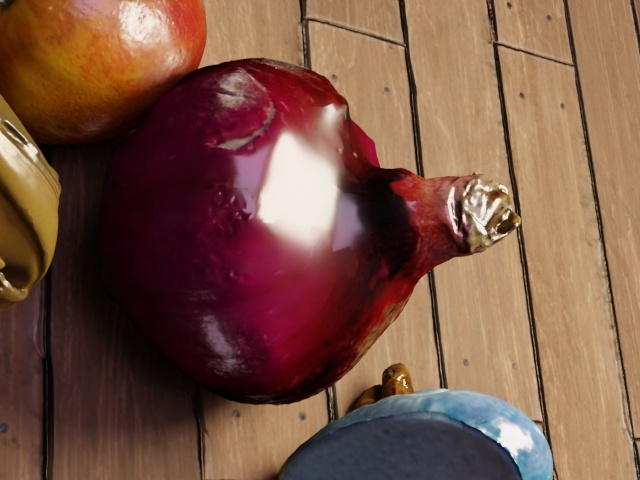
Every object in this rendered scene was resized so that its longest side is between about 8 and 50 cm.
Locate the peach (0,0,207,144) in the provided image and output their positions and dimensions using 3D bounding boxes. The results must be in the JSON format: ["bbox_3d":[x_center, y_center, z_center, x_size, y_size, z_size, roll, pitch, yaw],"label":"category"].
[{"bbox_3d":[-0.260,-0.227,1.236,0.281,0.238,0.281,-31,133,-39],"label":"peach"}]

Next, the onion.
[{"bbox_3d":[0.000,0.000,1.209,0.398,0.420,0.398,-28,122,-60],"label":"onion"}]

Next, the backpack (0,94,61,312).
[{"bbox_3d":[-0.419,-0.071,1.005,0.378,0.353,0.201,52,35,-42],"label":"backpack"}]

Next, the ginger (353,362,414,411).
[{"bbox_3d":[0.087,0.239,1.403,0.073,0.103,0.162,38,33,-37],"label":"ginger"}]

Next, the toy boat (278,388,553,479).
[{"bbox_3d":[0.115,0.271,1.279,0.215,0.330,0.123,59,33,0],"label":"toy boat"}]
